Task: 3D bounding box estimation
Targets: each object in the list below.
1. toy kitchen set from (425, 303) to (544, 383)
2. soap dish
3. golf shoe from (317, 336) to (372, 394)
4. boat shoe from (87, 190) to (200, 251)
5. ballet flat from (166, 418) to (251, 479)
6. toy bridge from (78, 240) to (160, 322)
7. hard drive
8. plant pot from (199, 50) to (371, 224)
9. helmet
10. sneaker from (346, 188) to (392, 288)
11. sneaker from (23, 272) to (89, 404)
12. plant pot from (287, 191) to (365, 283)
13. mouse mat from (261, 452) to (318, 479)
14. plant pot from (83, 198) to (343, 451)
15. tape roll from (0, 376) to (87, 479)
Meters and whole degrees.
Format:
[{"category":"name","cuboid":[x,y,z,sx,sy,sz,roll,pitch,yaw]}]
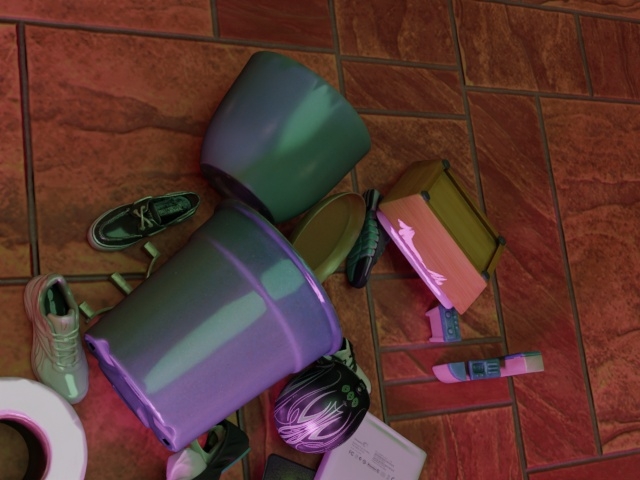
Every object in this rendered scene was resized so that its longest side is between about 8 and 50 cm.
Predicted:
[{"category":"toy kitchen set","cuboid":[0.352,0.214,1.906,0.207,0.122,0.166,-1,78,-29]},{"category":"soap dish","cuboid":[0.265,-0.021,1.883,0.291,0.118,0.229,52,36,-8]},{"category":"golf shoe","cuboid":[0.039,0.242,1.748,0.198,0.094,0.077,45,60,-13]},{"category":"boat shoe","cuboid":[-0.325,-0.045,1.640,0.219,0.070,0.078,-25,90,-31]},{"category":"ballet flat","cuboid":[-0.210,0.390,1.521,0.096,0.095,0.280,56,20,-4]},{"category":"toy bridge","cuboid":[-0.359,0.085,1.614,0.063,0.026,0.188,48,61,-11]},{"category":"hard drive","cuboid":[0.077,0.498,1.710,0.203,0.040,0.307,37,56,-16]},{"category":"plant pot","cuboid":[-0.089,-0.173,1.687,0.293,0.293,0.235,41,74,-13]},{"category":"helmet","cuboid":[-0.004,0.318,1.660,0.161,0.169,0.169,-34,94,-31]},{"category":"sneaker","cuboid":[0.122,0.003,1.864,0.098,0.083,0.223,22,67,-27]},{"category":"sneaker","cuboid":[-0.443,0.163,1.496,0.090,0.115,0.232,-15,84,-30]},{"category":"plant pot","cuboid":[0.000,0.000,1.739,0.032,0.236,0.236,36,56,25]},{"category":"mouse mat","cuboid":[-0.053,0.490,1.642,0.190,0.007,0.152,35,60,-43]},{"category":"plant pot","cuboid":[-0.198,0.160,1.524,0.334,0.341,0.341,-38,96,-23]},{"category":"tape roll","cuboid":[-0.504,0.342,1.386,0.246,0.169,0.246,7,74,-26]}]
